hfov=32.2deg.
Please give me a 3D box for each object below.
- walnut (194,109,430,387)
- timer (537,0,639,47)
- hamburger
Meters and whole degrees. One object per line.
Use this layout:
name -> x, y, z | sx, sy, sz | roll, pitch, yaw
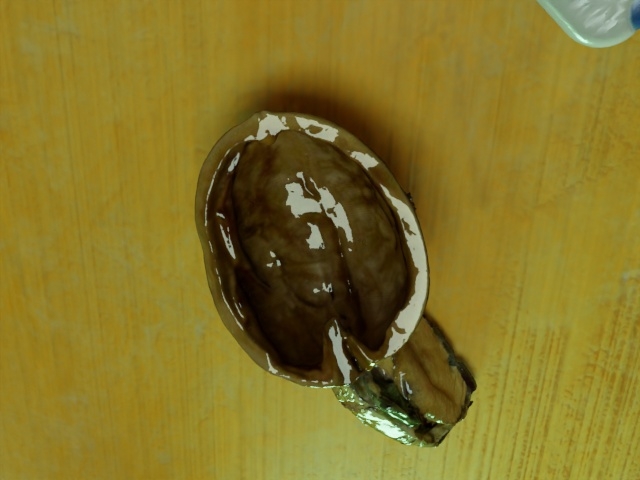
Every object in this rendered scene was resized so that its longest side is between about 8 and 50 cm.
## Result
walnut -> 0.000, -0.002, 0.821 | 0.167, 0.087, 0.211 | -11, 103, 19
timer -> 0.149, -0.250, 0.635 | 0.178, 0.078, 0.253 | -36, 113, 27
hamburger -> 0.049, 0.113, 0.894 | 0.087, 0.102, 0.176 | -16, 122, 34
